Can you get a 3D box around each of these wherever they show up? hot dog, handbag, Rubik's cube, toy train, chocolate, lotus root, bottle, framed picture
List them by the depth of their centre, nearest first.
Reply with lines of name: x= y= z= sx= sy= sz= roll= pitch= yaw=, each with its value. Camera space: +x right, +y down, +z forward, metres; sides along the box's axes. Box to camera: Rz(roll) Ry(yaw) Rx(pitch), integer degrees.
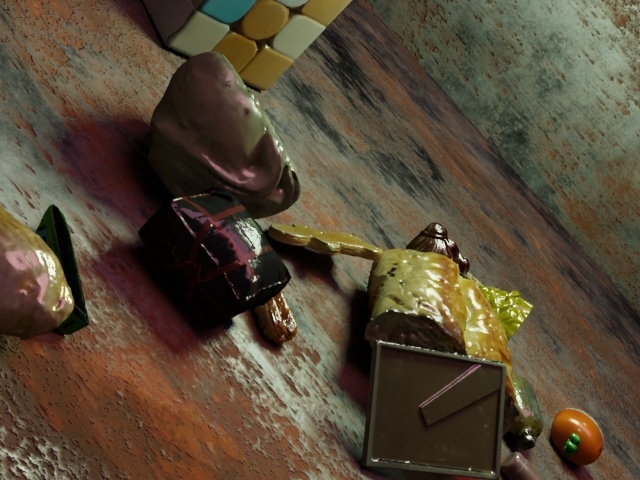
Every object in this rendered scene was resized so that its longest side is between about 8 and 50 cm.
chocolate: x=-0.434 y=0.002 z=1.244 sx=0.309 sy=0.134 sz=0.134 roll=42 pitch=24 yaw=-1
toy train: x=-0.365 y=0.037 z=1.402 sx=0.044 sy=0.042 sz=0.209 roll=55 pitch=8 yaw=-50
handbag: x=-0.168 y=0.025 z=1.611 sx=0.215 sy=0.155 sz=0.169 roll=51 pitch=31 yaw=4
framed picture: x=0.202 y=0.297 z=1.749 sx=0.289 sy=0.016 sz=0.213 roll=12 pitch=76 yaw=-30
hot dog: x=-0.088 y=0.109 z=1.753 sx=0.071 sy=0.045 sz=0.165 roll=23 pitch=34 yaw=-47
hot dog: x=0.230 y=0.179 z=2.010 sx=0.367 sy=0.196 sz=0.365 roll=46 pitch=25 yaw=-18
bottle: x=0.420 y=0.486 z=2.011 sx=0.140 sy=0.053 sz=0.053 roll=47 pitch=24 yaw=1
lotus root: x=0.426 y=0.368 z=2.166 sx=0.113 sy=0.088 sz=0.192 roll=42 pitch=24 yaw=-27
Rubik's cube: x=-0.190 y=-0.614 z=2.337 sx=0.344 sy=0.347 sz=0.346 roll=18 pitch=38 yaw=-50

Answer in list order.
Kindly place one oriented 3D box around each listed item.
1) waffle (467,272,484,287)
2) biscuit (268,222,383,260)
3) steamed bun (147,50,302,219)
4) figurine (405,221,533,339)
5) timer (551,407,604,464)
waffle: x=0.390 y=0.145 z=2.504 sx=0.148 sy=0.042 sz=0.102 roll=42 pitch=24 yaw=-10
biscuit: x=0.000 y=0.000 z=2.010 sx=0.234 sy=0.030 sz=0.153 roll=8 pitch=11 yaw=-36
steamed bun: x=-0.191 y=-0.166 z=1.815 sx=0.309 sy=0.219 sz=0.324 roll=58 pitch=-4 yaw=-12
figurine: x=0.321 y=0.112 z=2.350 sx=0.315 sy=0.168 sz=0.187 roll=41 pitch=34 yaw=8
timer: x=0.577 y=0.445 z=2.281 sx=0.136 sy=0.099 sz=0.136 roll=33 pitch=17 yaw=-11
